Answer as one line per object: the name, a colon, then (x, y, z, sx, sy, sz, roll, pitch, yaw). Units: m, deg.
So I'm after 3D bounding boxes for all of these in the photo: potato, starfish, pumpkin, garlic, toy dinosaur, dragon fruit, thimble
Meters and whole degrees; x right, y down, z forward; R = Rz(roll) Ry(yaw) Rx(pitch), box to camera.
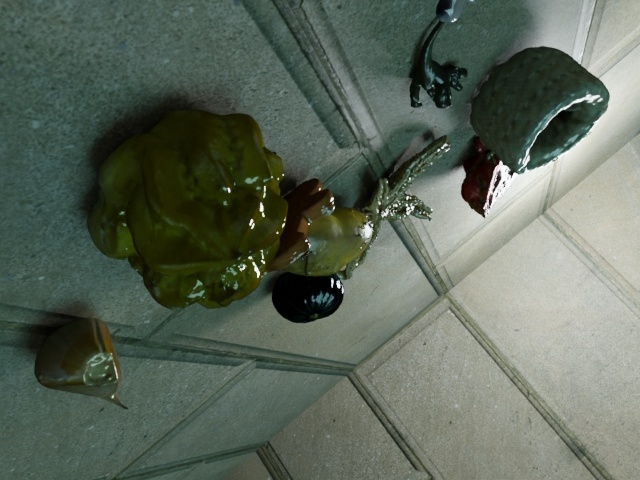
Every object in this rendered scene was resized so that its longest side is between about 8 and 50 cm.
potato: (0.000, 0.000, 1.287, 0.300, 0.140, 0.173, -7, 138, -46)
starfish: (0.191, -0.083, 1.497, 0.323, 0.082, 0.432, -32, 152, -27)
pumpkin: (-0.033, 0.141, 1.495, 0.194, 0.150, 0.194, -32, 160, -13)
garlic: (-0.425, 0.232, 1.047, 0.145, 0.164, 0.245, -48, 169, -26)
toy dinosaur: (0.227, -0.353, 1.125, 0.187, 0.087, 0.179, -33, 126, -57)
dragon fruit: (0.486, -0.232, 1.641, 0.262, 0.134, 0.212, -49, 150, -18)
thimble: (0.521, -0.310, 1.386, 0.291, 0.195, 0.292, -22, 148, -15)

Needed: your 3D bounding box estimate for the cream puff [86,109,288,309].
cream puff: (-0.166, -0.019, 0.849, 0.291, 0.257, 0.324, -13, 147, -40)

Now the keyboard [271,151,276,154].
keyboard: (-0.132, -0.086, 1.082, 0.061, 0.013, 0.204, -22, 153, -35)

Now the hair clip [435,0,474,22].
hair clip: (0.237, -0.463, 0.865, 0.146, 0.075, 0.257, -8, 139, -44)

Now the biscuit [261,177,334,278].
biscuit: (-0.059, -0.022, 1.050, 0.205, 0.049, 0.324, -29, -158, 24)
